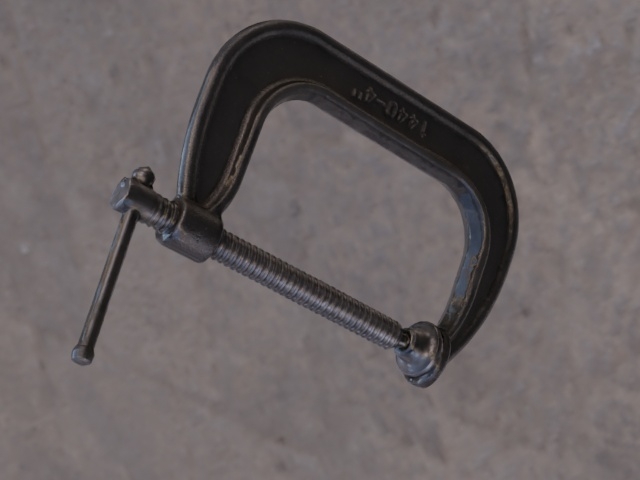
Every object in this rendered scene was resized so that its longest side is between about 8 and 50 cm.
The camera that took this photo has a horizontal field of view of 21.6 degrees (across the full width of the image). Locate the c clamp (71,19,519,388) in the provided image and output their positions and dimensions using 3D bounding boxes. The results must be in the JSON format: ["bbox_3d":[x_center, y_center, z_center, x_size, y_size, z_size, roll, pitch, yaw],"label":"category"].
[{"bbox_3d":[0.000,0.000,0.567,0.022,0.161,0.137,-14,59,55],"label":"c clamp"}]
